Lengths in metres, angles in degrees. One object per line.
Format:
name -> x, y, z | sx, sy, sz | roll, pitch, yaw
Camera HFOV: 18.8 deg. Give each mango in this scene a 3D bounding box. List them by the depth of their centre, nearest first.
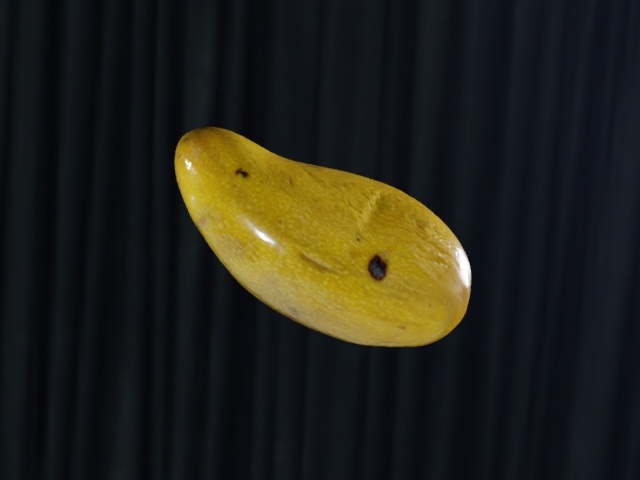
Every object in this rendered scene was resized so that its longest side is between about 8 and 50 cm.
mango -> -0.002, 0.005, 1.680 | 0.295, 0.120, 0.177 | 21, 30, -20
